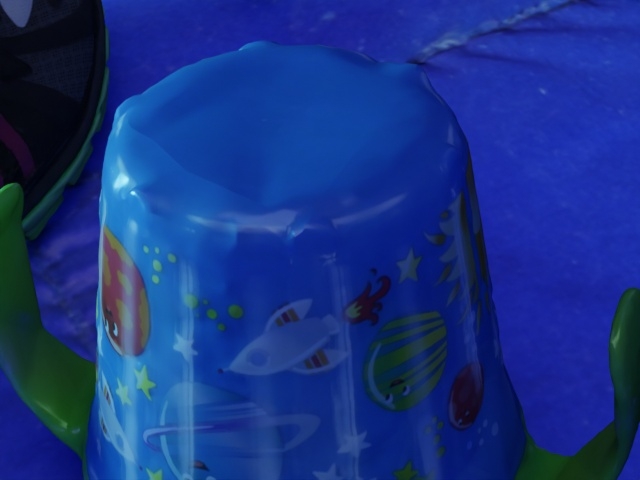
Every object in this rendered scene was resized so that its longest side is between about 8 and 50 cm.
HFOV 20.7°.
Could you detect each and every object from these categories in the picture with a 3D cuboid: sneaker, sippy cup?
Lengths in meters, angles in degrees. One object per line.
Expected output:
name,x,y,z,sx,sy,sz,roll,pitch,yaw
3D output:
sneaker,-0.248,-0.080,1.038,0.185,0.202,0.483,2,46,9
sippy cup,-0.012,0.034,0.854,0.305,0.224,0.240,-12,38,-12
